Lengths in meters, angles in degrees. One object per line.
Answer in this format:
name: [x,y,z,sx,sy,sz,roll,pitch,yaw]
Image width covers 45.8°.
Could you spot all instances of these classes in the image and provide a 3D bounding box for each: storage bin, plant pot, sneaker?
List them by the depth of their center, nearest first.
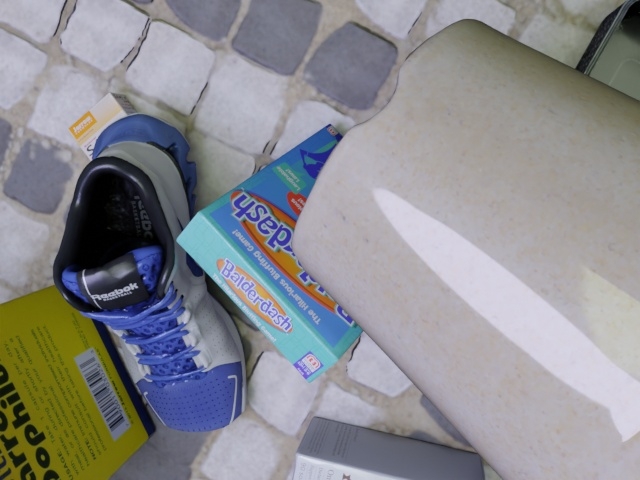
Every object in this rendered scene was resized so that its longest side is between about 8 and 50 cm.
plant pot: [0.162,0.017,0.539,0.305,0.334,0.334,39,100,12]
storage bin: [0.278,-0.111,0.676,0.122,0.084,0.180,29,100,4]
sneaker: [-0.164,0.052,0.693,0.127,0.182,0.315,-10,106,6]

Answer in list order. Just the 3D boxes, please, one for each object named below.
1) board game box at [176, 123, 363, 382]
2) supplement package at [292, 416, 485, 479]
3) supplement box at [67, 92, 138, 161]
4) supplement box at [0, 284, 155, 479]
board game box: [0.000,0.000,0.670,0.160,0.210,0.047,47,132,1]
supplement package: [0.062,0.255,0.738,0.179,0.105,0.105,11,97,7]
supplement box: [-0.200,-0.093,0.773,0.062,0.036,0.098,-38,90,12]
supplement box: [-0.326,0.181,0.660,0.194,0.356,0.195,-25,92,10]
